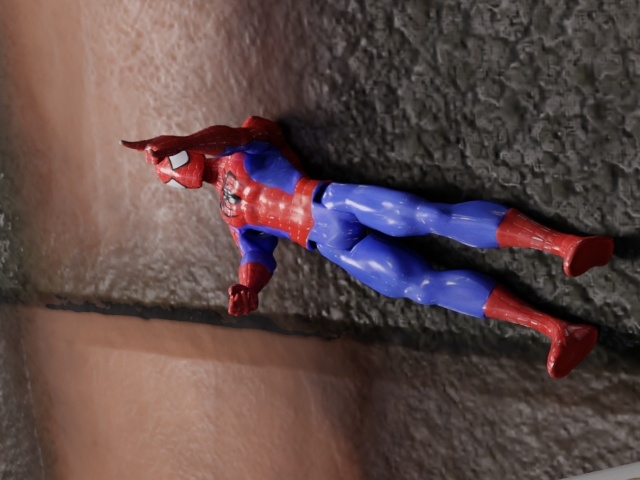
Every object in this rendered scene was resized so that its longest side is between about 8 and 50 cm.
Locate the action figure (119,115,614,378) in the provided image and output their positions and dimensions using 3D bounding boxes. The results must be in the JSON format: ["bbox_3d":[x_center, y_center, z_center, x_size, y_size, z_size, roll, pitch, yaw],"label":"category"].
[{"bbox_3d":[0.000,0.000,0.958,0.280,0.139,0.091,21,115,32],"label":"action figure"}]

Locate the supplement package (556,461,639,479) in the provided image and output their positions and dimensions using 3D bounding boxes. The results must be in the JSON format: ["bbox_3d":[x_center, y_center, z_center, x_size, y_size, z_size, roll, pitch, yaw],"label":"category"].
[{"bbox_3d":[0.148,0.236,0.916,0.262,0.145,0.204,-21,93,38],"label":"supplement package"}]
